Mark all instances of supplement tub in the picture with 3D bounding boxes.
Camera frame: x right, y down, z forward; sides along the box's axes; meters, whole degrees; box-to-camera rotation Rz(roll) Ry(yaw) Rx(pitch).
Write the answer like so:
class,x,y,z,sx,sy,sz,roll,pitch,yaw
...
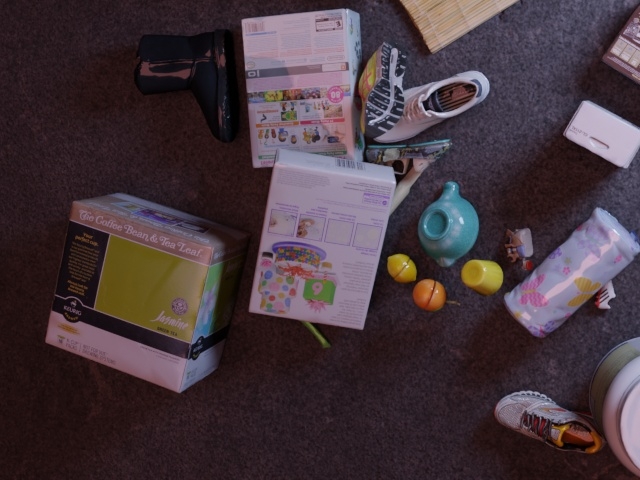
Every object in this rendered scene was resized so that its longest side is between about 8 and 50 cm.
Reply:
class,x,y,z,sx,sy,sz,roll,pitch,yaw
supplement tub,0.610,0.300,1.748,0.235,0.325,0.235,0,91,9

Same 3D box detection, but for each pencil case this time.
class,x,y,z,sx,sy,sz,roll,pitch,yaw
pencil case,0.475,0.062,1.883,0.273,0.113,0.124,-48,39,17

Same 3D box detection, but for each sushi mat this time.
class,x,y,z,sx,sy,sz,roll,pitch,yaw
sushi mat,0.311,-0.507,1.907,0.316,0.019,0.151,-30,87,18

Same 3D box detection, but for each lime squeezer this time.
class,x,y,z,sx,sy,sz,roll,pitch,yaw
lime squeezer,-0.055,0.082,2.085,0.110,0.059,0.310,-6,95,18

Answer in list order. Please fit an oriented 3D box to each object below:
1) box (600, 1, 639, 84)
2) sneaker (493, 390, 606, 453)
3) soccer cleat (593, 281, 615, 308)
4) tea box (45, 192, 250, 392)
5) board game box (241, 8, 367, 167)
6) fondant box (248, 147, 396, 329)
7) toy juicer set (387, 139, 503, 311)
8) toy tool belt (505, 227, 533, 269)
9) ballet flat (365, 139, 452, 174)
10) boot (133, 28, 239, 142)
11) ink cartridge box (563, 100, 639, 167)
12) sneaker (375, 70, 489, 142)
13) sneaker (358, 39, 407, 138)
class,x,y,z,sx,sy,sz,roll,pitch,yaw
box,0.629,-0.342,1.799,0.180,0.077,0.147,35,106,10
sneaker,0.454,0.359,1.944,0.225,0.093,0.088,12,101,16
soccer cleat,0.556,0.094,1.910,0.035,0.029,0.083,14,105,6
tea box,-0.365,0.100,2.099,0.329,0.220,0.324,18,103,14
board game box,-0.031,-0.304,2.003,0.224,0.097,0.303,-1,97,17
fondant box,0.000,0.000,1.964,0.238,0.096,0.330,9,113,-5
toy juicer set,0.222,-0.008,1.975,0.209,0.089,0.329,-33,62,27
toy tool belt,0.391,0.018,1.945,0.051,0.052,0.083,-4,94,49
ballet flat,0.178,-0.164,1.964,0.188,0.070,0.070,0,98,36
boot,-0.283,-0.320,2.078,0.207,0.094,0.246,-4,90,14
ink cartridge box,0.522,-0.196,1.801,0.127,0.175,0.072,31,106,11
sneaker,0.203,-0.266,1.936,0.258,0.091,0.094,-25,90,21
sneaker,0.112,-0.286,1.940,0.094,0.081,0.208,-22,47,55
